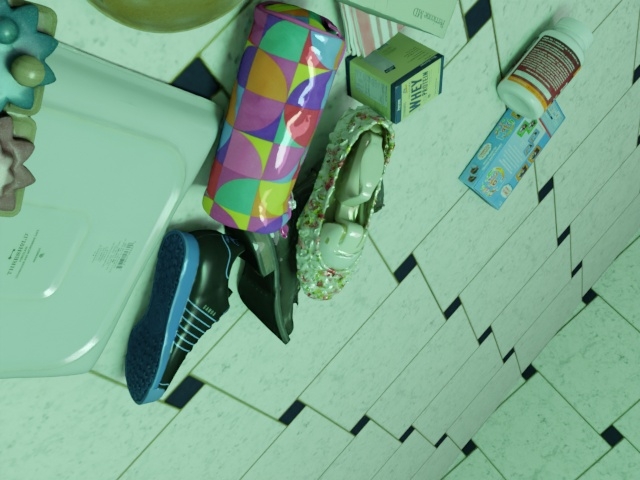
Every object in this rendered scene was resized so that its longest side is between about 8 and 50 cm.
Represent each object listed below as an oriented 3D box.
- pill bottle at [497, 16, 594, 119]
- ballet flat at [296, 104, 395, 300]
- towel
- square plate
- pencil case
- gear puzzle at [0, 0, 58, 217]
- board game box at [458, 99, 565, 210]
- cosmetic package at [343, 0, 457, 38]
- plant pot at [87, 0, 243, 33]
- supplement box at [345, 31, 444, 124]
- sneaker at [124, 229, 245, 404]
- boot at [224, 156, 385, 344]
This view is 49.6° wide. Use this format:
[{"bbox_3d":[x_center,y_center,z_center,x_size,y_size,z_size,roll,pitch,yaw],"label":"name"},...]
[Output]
[{"bbox_3d":[0.358,-0.274,1.095,0.152,0.086,0.086,-50,149,-1],"label":"pill bottle"},{"bbox_3d":[0.029,-0.041,0.807,0.091,0.077,0.240,10,95,-26],"label":"ballet flat"},{"bbox_3d":[0.092,-0.307,0.756,0.197,0.029,0.144,-41,148,-13],"label":"towel"},{"bbox_3d":[-0.265,-0.003,0.606,0.344,0.049,0.347,12,113,-56],"label":"square plate"},{"bbox_3d":[-0.048,-0.120,0.711,0.104,0.104,0.236,-13,130,-46],"label":"pencil case"},{"bbox_3d":[-0.322,-0.100,0.386,0.339,0.044,0.175,5,109,-40],"label":"gear puzzle"},{"bbox_3d":[0.346,-0.166,1.237,0.211,0.039,0.160,-56,148,7],"label":"board game box"},{"bbox_3d":[0.082,-0.349,0.585,0.160,0.113,0.309,-4,118,-50],"label":"cosmetic package"},{"bbox_3d":[-0.111,-0.280,0.534,0.236,0.032,0.236,-33,145,-27],"label":"plant pot"},{"bbox_3d":[0.089,-0.197,0.827,0.083,0.083,0.056,-37,146,-22],"label":"supplement box"},{"bbox_3d":[-0.157,0.093,0.810,0.091,0.081,0.232,3,120,-42],"label":"sneaker"},{"bbox_3d":[0.000,0.000,0.912,0.229,0.091,0.262,-35,143,-25],"label":"boot"}]
